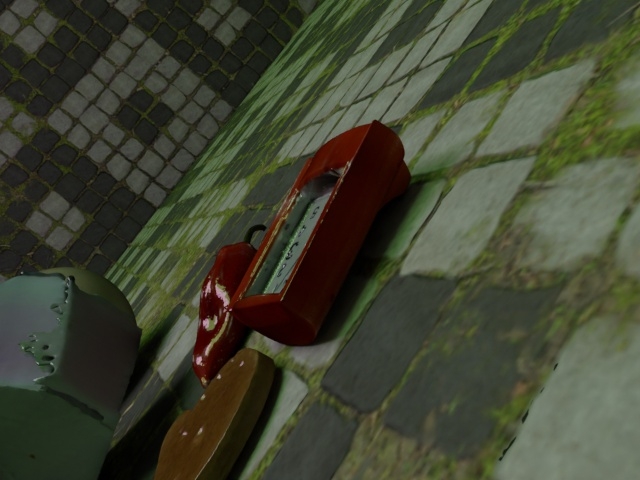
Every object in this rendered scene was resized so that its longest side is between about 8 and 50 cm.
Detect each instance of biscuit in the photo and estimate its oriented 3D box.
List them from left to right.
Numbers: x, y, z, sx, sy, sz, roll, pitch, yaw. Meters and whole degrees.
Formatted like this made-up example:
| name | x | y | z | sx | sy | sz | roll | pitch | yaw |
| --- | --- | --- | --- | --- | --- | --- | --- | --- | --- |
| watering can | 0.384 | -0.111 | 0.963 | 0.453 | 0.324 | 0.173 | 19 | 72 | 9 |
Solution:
| name | x | y | z | sx | sy | sz | roll | pitch | yaw |
| --- | --- | --- | --- | --- | --- | --- | --- | --- | --- |
| biscuit | -0.079 | 0.138 | 0.456 | 0.140 | 0.023 | 0.118 | -59 | 18 | -24 |

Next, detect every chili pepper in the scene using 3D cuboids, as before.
| name | x | y | z | sx | sy | sz | roll | pitch | yaw |
| --- | --- | --- | --- | --- | --- | --- | --- | --- | --- |
| chili pepper | -0.085 | 0.052 | 0.611 | 0.059 | 0.050 | 0.191 | -20 | 39 | 31 |

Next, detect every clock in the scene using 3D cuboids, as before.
| name | x | y | z | sx | sy | sz | roll | pitch | yaw |
| --- | --- | --- | --- | --- | --- | --- | --- | --- | --- |
| clock | 0.000 | 0.000 | 0.484 | 0.155 | 0.061 | 0.113 | -61 | 19 | -20 |

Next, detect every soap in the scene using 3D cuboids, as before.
| name | x | y | z | sx | sy | sz | roll | pitch | yaw |
| --- | --- | --- | --- | --- | --- | --- | --- | --- | --- |
| soap | -0.366 | 0.220 | 0.624 | 0.446 | 0.261 | 0.156 | -45 | 17 | 15 |

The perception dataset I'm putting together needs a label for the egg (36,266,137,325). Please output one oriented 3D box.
| name | x | y | z | sx | sy | sz | roll | pitch | yaw |
| --- | --- | --- | --- | --- | --- | --- | --- | --- | --- |
| egg | -0.344 | 0.144 | 0.859 | 0.253 | 0.189 | 0.188 | -50 | 14 | 32 |
